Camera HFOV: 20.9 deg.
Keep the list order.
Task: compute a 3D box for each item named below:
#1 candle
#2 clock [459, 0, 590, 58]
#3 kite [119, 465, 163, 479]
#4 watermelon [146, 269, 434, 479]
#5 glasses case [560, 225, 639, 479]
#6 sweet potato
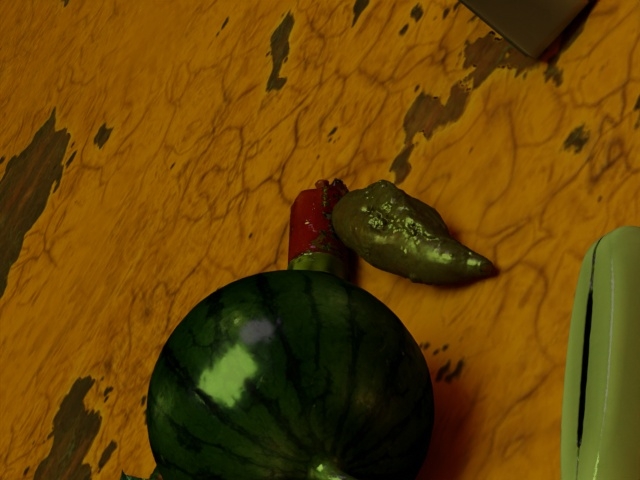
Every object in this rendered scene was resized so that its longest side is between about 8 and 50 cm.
[{"bbox_3d":[0.000,0.000,1.355,0.052,0.052,0.131,-39,31,36],"label":"candle"},{"bbox_3d":[0.107,-0.225,1.288,0.073,0.144,0.193,-49,27,10],"label":"clock"},{"bbox_3d":[-0.117,0.206,1.392,0.234,0.016,0.321,10,72,63],"label":"kite"},{"bbox_3d":[-0.018,0.115,1.118,0.188,0.188,0.214,-54,20,12],"label":"watermelon"},{"bbox_3d":[0.172,0.083,0.936,0.051,0.081,0.204,-33,35,46],"label":"glasses case"},{"bbox_3d":[0.058,-0.005,1.252,0.206,0.060,0.068,30,125,54],"label":"sweet potato"}]
